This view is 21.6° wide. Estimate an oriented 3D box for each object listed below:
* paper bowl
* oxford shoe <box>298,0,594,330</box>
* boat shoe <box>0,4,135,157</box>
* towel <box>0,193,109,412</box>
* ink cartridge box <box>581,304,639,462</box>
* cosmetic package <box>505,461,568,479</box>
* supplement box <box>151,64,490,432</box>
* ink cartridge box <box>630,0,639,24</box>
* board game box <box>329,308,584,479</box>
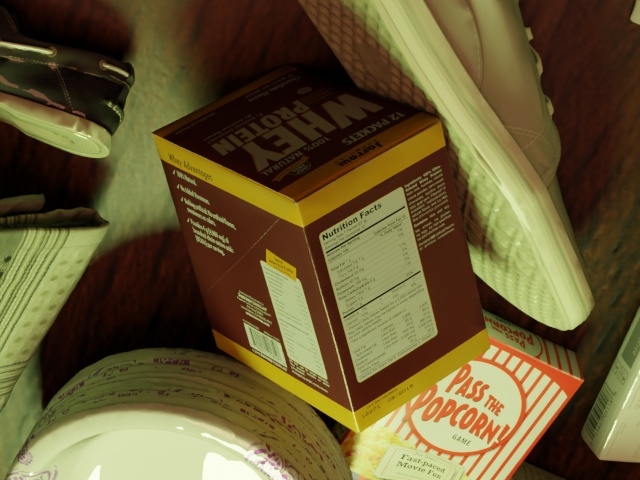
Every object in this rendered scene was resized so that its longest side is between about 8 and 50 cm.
[{"bbox_3d":[-0.110,0.217,1.380,0.284,0.148,0.284,5,119,8],"label":"paper bowl"},{"bbox_3d":[0.107,-0.116,1.221,0.130,0.169,0.449,-42,119,-19],"label":"oxford shoe"},{"bbox_3d":[-0.254,-0.139,1.248,0.233,0.084,0.079,22,79,-5],"label":"boat shoe"},{"bbox_3d":[-0.341,0.091,1.271,0.312,0.056,0.324,-4,137,-50],"label":"towel"},{"bbox_3d":[0.328,0.124,1.421,0.179,0.045,0.145,6,120,-25],"label":"ink cartridge box"},{"bbox_3d":[0.289,0.356,1.452,0.365,0.197,0.155,26,116,-13],"label":"cosmetic package"},{"bbox_3d":[0.000,0.000,1.230,0.129,0.191,0.194,-30,122,-26],"label":"supplement box"},{"bbox_3d":[0.374,-0.233,1.146,0.066,0.261,0.296,-15,130,-42],"label":"ink cartridge box"},{"bbox_3d":[0.107,0.147,1.416,0.147,0.045,0.193,25,116,-14],"label":"board game box"}]
